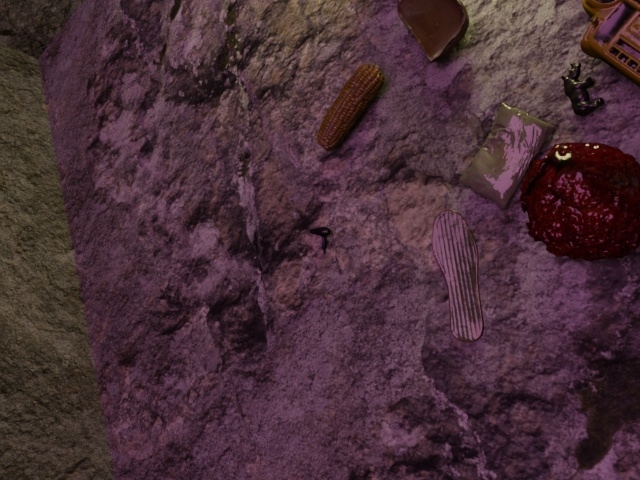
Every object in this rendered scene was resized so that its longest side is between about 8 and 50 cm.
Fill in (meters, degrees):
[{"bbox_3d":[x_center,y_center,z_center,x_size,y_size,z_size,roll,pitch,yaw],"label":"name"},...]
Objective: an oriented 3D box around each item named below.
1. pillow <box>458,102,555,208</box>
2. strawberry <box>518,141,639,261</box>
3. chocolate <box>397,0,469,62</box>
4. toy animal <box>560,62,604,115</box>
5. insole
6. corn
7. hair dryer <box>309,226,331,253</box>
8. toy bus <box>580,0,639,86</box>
[{"bbox_3d":[0.456,-0.210,1.317,0.148,0.050,0.229,38,109,38],"label":"pillow"},{"bbox_3d":[0.553,-0.089,1.127,0.274,0.220,0.274,-9,74,34],"label":"strawberry"},{"bbox_3d":[0.317,-0.618,1.452,0.161,0.083,0.261,-45,59,42],"label":"chocolate"},{"bbox_3d":[0.602,-0.355,1.234,0.065,0.047,0.135,-26,75,39],"label":"toy animal"},{"bbox_3d":[0.355,0.087,1.372,0.119,0.009,0.348,-14,76,33],"label":"insole"},{"bbox_3d":[0.085,-0.393,1.580,0.101,0.101,0.291,46,113,31],"label":"corn"},{"bbox_3d":[0.000,0.000,1.631,0.079,0.031,0.083,0,91,46],"label":"hair dryer"},{"bbox_3d":[0.679,-0.419,1.126,0.331,0.145,0.151,52,122,27],"label":"toy bus"}]
